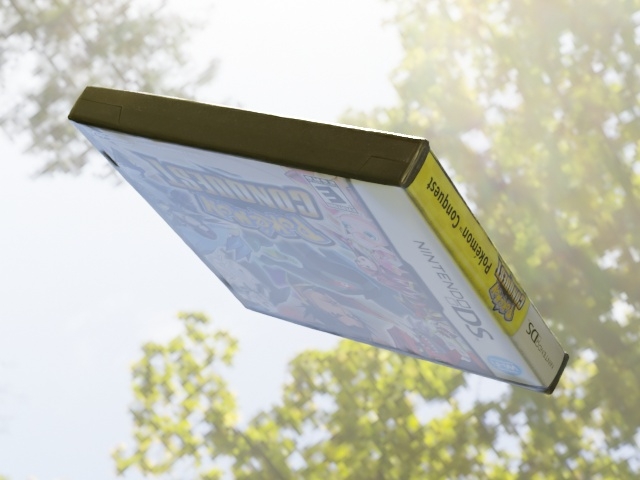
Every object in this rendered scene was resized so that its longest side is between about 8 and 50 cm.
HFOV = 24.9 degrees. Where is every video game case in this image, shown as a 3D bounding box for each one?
[{"bbox_3d":[0.000,0.000,0.948,0.275,0.248,0.035,13,-115,37],"label":"video game case"}]
